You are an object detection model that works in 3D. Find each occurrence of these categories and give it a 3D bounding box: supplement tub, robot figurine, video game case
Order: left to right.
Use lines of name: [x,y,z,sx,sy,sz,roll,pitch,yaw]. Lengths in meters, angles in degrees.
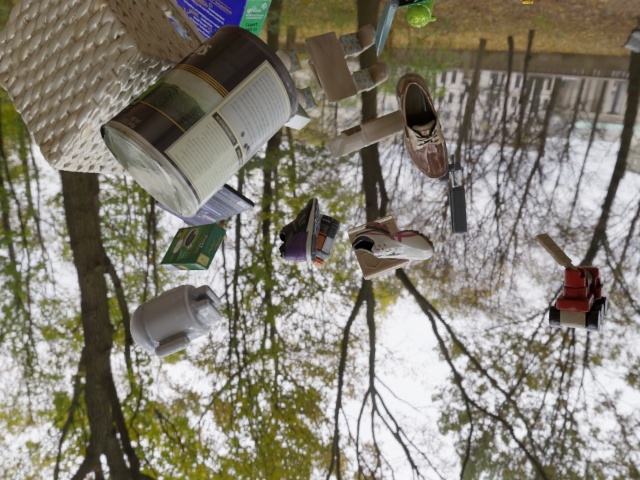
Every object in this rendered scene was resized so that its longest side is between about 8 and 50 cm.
robot figurine: [-0.542,0.289,1.798,0.354,0.199,0.300,-24,-141,5]
video game case: [-0.389,-0.124,1.651,0.274,0.026,0.196,-16,147,31]
supplement tub: [0.000,0.000,1.938,0.117,0.190,0.117,20,170,4]
robot figurine: [0.276,-0.641,1.352,0.101,0.115,0.067,23,160,-17]

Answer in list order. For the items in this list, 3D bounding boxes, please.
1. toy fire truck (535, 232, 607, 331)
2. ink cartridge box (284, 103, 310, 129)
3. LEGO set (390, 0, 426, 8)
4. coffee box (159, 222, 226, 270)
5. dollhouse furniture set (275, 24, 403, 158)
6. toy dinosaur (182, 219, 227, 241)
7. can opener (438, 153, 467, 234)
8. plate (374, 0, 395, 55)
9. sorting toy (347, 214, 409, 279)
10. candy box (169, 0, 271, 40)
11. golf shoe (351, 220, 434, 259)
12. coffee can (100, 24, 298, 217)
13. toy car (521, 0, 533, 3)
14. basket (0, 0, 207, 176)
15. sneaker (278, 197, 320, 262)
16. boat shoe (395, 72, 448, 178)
toy fire truck: [0.684,0.100,1.338,0.159,0.246,0.217,2,-170,37]
ink cartridge box: [-0.147,-0.393,1.309,0.225,0.056,0.181,1,-128,-58]
LEGO set: [0.296,-0.666,1.119,0.331,0.192,0.255,8,-150,41]
coffee box: [-0.312,0.019,1.192,0.184,0.113,0.040,-6,145,46]
dollhouse furniture set: [0.088,-0.499,1.615,0.362,0.394,0.256,-26,-171,-26]
toy dinosaur: [-0.322,-0.021,1.380,0.112,0.064,0.211,-8,175,-14]
can opener: [0.446,-0.158,1.688,0.095,0.283,0.076,-4,180,4]
plate: [0.188,-0.635,1.427,0.024,0.188,0.188,19,-158,6]
sorting toy: [0.225,0.026,1.908,0.193,0.208,0.038,-20,180,-5]
candy box: [-0.331,-0.676,1.526,0.268,0.317,0.122,41,-139,12]
golf shoe: [0.154,0.016,1.054,0.186,0.067,0.086,13,-137,40]
coffee can: [-0.199,-0.204,0.846,0.202,0.201,0.275,21,-118,39]
toy car: [0.608,-0.771,1.467,0.041,0.122,0.060,-6,156,3]
basket: [-0.430,-0.345,0.997,0.328,0.331,0.266,54,-155,12]
sneaker: [-0.071,-0.045,1.587,0.124,0.107,0.283,0,-140,8]
boat shoe: [0.297,-0.325,1.440,0.123,0.324,0.116,-21,-162,13]
